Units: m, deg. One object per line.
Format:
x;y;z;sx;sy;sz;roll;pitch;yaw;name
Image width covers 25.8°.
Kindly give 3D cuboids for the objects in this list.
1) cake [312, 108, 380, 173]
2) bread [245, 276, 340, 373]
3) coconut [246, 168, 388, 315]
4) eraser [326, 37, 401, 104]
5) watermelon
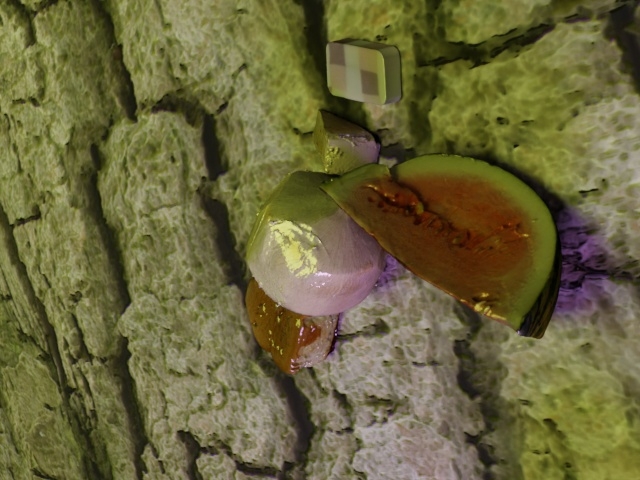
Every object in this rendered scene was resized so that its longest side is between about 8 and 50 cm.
0.010;-0.119;1.627;0.121;0.065;0.052;36;128;52;cake
-0.036;0.084;1.760;0.128;0.069;0.140;43;134;39;bread
-0.001;-0.002;1.600;0.161;0.161;0.162;54;141;28;coconut
0.048;-0.190;1.569;0.105;0.026;0.065;21;123;50;eraser
0.158;-0.011;1.400;0.303;0.159;0.128;39;103;42;watermelon
